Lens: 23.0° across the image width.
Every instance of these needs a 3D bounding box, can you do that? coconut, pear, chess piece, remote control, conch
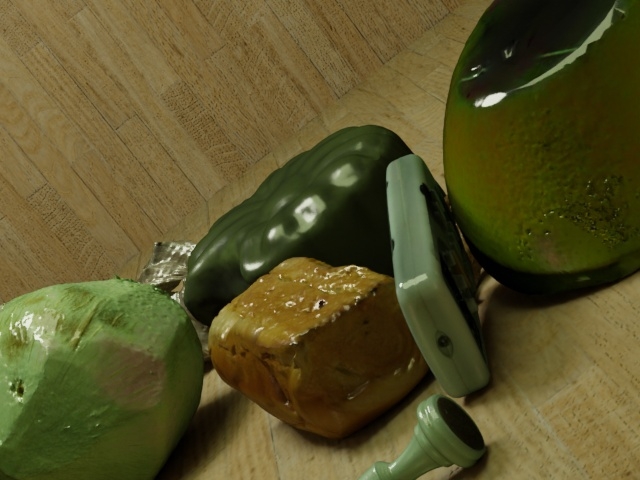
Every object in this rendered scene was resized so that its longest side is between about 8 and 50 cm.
[{"bbox_3d":[-0.300,0.191,1.894,0.328,0.281,0.328,-1,27,0],"label":"coconut"},{"bbox_3d":[0.254,-0.157,1.513,0.399,0.165,0.399,-32,33,24],"label":"pear"},{"bbox_3d":[0.079,0.182,1.302,0.103,0.067,0.067,-43,9,19],"label":"chess piece"},{"bbox_3d":[0.112,0.027,1.519,0.056,0.140,0.296,-21,25,11],"label":"remote control"},{"bbox_3d":[-0.195,0.095,2.220,0.163,0.178,0.245,-2,-20,-18],"label":"conch"}]

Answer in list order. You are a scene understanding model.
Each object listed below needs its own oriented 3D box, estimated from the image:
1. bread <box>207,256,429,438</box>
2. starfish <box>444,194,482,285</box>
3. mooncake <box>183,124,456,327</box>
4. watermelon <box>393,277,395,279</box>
[{"bbox_3d":[-0.008,0.110,1.635,0.167,0.132,0.294,-43,16,-16],"label":"bread"},{"bbox_3d":[0.207,-0.075,1.699,0.302,0.060,0.299,-56,17,6],"label":"starfish"},{"bbox_3d":[0.000,0.000,1.947,0.351,0.187,0.351,-38,9,7],"label":"mooncake"},{"bbox_3d":[0.111,0.033,1.774,0.085,0.061,0.085,-39,19,16],"label":"watermelon"}]
